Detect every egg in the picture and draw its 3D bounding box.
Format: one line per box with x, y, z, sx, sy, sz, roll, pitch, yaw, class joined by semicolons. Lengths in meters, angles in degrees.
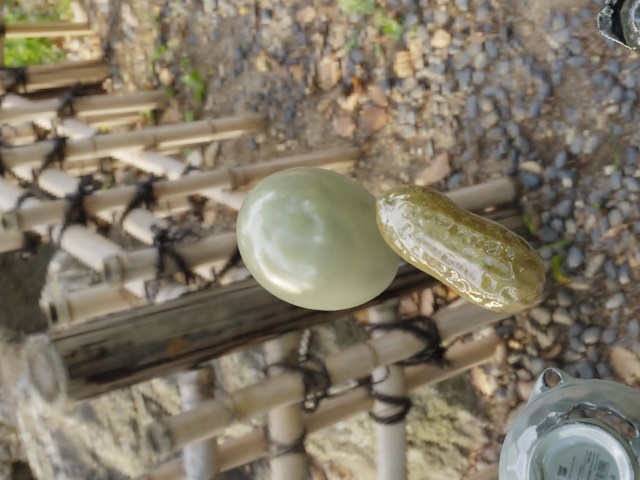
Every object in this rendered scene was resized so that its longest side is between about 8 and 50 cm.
0.000;0.000;1.500;0.186;0.242;0.186;-27;52;41;egg

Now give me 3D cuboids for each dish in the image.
0.372;0.322;1.560;0.303;0.120;0.303;-4;78;22;dish

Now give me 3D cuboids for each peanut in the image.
0.159;0.007;1.308;0.226;0.108;0.095;31;98;20;peanut

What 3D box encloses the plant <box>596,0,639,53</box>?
0.489;-0.332;1.604;0.164;0.256;0.141;29;112;-2;plant
